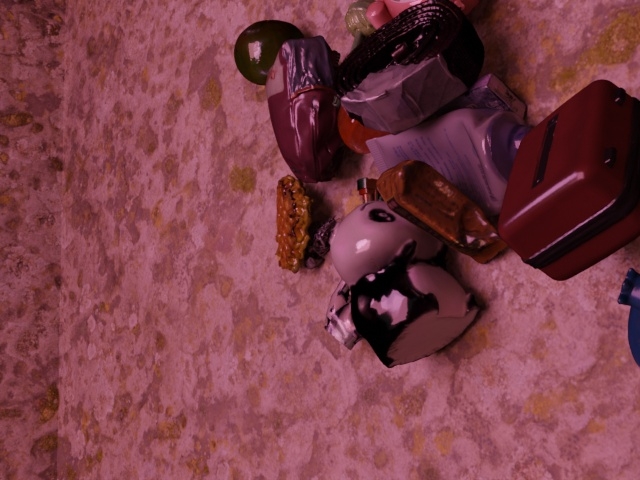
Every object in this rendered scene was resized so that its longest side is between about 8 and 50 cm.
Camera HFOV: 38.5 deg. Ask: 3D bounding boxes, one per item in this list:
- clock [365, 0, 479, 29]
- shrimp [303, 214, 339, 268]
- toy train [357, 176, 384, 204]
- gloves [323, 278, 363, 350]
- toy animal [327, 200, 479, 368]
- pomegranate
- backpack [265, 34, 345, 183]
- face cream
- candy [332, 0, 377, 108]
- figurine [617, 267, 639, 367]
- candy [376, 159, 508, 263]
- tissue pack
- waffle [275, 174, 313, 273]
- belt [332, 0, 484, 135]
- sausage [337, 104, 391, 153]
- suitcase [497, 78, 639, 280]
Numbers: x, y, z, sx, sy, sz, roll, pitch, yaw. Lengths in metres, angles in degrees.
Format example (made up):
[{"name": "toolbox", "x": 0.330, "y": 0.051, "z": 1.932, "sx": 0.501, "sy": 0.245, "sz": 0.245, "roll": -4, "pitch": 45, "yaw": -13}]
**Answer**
[{"name": "clock", "x": 0.244, "y": -0.516, "z": 1.866, "sx": 0.241, "sy": 0.142, "sz": 0.227, "roll": -6, "pitch": 55, "yaw": 43}, {"name": "shrimp", "x": 0.000, "y": 0.000, "z": 2.190, "sx": 0.065, "sy": 0.056, "sz": 0.165, "roll": -99, "pitch": 27, "yaw": -42}, {"name": "toy train", "x": 0.116, "y": -0.088, "z": 2.043, "sx": 0.044, "sy": 0.064, "sz": 0.103, "roll": -14, "pitch": 74, "yaw": 49}, {"name": "gloves", "x": 0.097, "y": 0.130, "z": 2.016, "sx": 0.212, "sy": 0.111, "sz": 0.127, "roll": -50, "pitch": 36, "yaw": -3}, {"name": "toy animal", "x": 0.144, "y": 0.068, "z": 1.834, "sx": 0.251, "sy": 0.251, "sz": 0.310, "roll": -52, "pitch": 50, "yaw": 35}, {"name": "pomegranate", "x": -0.120, "y": -0.446, "z": 2.324, "sx": 0.187, "sy": 0.187, "sz": 0.225, "roll": 15, "pitch": 125, "yaw": 52}, {"name": "backpack", "x": -0.017, "y": -0.290, "z": 2.118, "sx": 0.283, "sy": 0.197, "sz": 0.317, "roll": 130, "pitch": 130, "yaw": -86}, {"name": "face cream", "x": 0.262, "y": -0.138, "z": 1.804, "sx": 0.420, "sy": 0.137, "sz": 0.235, "roll": -16, "pitch": 101, "yaw": 52}, {"name": "candy", "x": 0.074, "y": -0.409, "z": 2.015, "sx": 0.092, "sy": 0.093, "sz": 0.336, "roll": -9, "pitch": 48, "yaw": 33}, {"name": "figurine", "x": 0.575, "y": 0.058, "z": 1.313, "sx": 0.243, "sy": 0.298, "sz": 0.416, "roll": 52, "pitch": 136, "yaw": -1}, {"name": "candy", "x": 0.235, "y": -0.051, "z": 1.743, "sx": 0.101, "sy": 0.271, "sz": 0.143, "roll": -53, "pitch": 6, "yaw": -18}, {"name": "tissue pack", "x": 0.305, "y": -0.258, "z": 1.778, "sx": 0.156, "sy": 0.112, "sz": 0.051, "roll": -15, "pitch": 45, "yaw": 50}, {"name": "waffle", "x": -0.072, "y": -0.040, "z": 2.243, "sx": 0.243, "sy": 0.058, "sz": 0.238, "roll": -139, "pitch": 48, "yaw": -71}, {"name": "belt", "x": 0.174, "y": -0.322, "z": 1.763, "sx": 0.289, "sy": 0.164, "sz": 0.184, "roll": -32, "pitch": 50, "yaw": 13}, {"name": "sausage", "x": 0.139, "y": -0.295, "z": 1.965, "sx": 0.268, "sy": 0.153, "sz": 0.141, "roll": -43, "pitch": 27, "yaw": 41}, {"name": "suitcase", "x": 0.419, "y": -0.098, "z": 1.477, "sx": 0.236, "sy": 0.161, "sz": 0.297, "roll": -42, "pitch": 16, "yaw": 42}]
